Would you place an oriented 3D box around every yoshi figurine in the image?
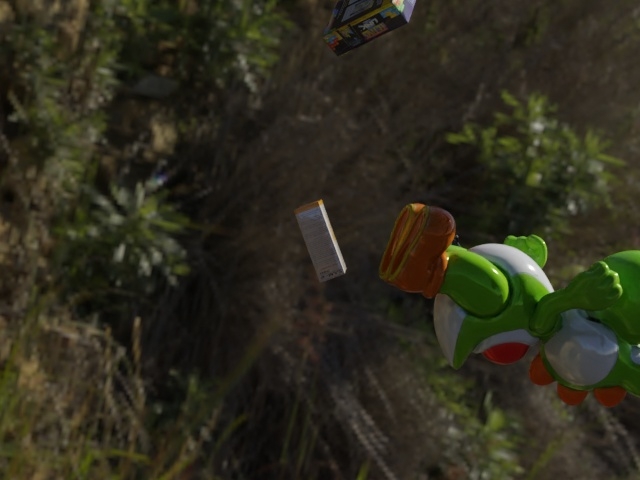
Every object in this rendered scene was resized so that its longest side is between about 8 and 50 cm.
[{"bbox_3d":[0.265,0.048,1.488,0.362,0.203,0.203,26,50,-7],"label":"yoshi figurine"}]

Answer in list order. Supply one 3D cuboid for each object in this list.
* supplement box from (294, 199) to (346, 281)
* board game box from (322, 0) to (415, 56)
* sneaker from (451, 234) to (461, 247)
[{"bbox_3d":[0.000,0.000,1.647,0.036,0.098,0.062,-20,2,5],"label":"supplement box"},{"bbox_3d":[0.088,-0.380,2.020,0.141,0.048,0.170,-19,36,36],"label":"board game box"},{"bbox_3d":[0.163,0.013,1.757,0.098,0.069,0.038,17,46,-27],"label":"sneaker"}]
